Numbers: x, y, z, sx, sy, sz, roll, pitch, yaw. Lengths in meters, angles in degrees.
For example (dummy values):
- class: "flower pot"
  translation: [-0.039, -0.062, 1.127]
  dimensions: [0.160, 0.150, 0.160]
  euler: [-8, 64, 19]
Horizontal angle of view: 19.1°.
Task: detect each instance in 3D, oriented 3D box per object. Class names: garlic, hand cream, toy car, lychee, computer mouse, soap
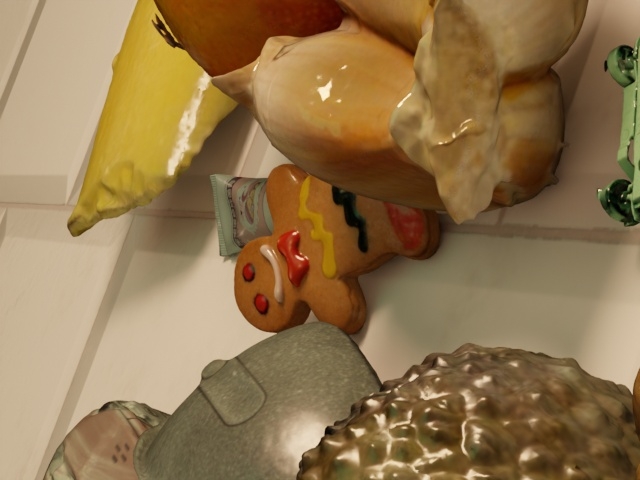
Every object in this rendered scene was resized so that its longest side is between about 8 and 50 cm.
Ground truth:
- class: "garlic"
  translation: [0.074, -0.142, 1.416]
  dimensions: [0.249, 0.286, 0.313]
  euler: [-24, 18, -16]
- class: "hand cream"
  translation: [-0.034, -0.030, 1.803]
  dimensions: [0.331, 0.058, 0.085]
  euler: [178, 81, -67]
- class: "toy car"
  translation: [0.229, -0.080, 1.285]
  dimensions: [0.073, 0.054, 0.143]
  euler: [-33, 44, 54]
- class: "lychee"
  translation: [0.108, 0.187, 1.048]
  dimensions: [0.274, 0.255, 0.255]
  euler: [24, 91, 56]
- class: "computer mouse"
  translation: [-0.198, 0.243, 1.746]
  dimensions: [0.199, 0.115, 0.389]
  euler: [-62, 10, 6]
- class: "computer mouse"
  translation: [-0.039, 0.154, 1.502]
  dimensions: [0.203, 0.114, 0.374]
  euler: [-41, 26, -6]
- class: "soap"
  translation: [-0.151, -0.205, 2.130]
  dimensions: [0.306, 0.115, 0.427]
  euler: [-25, 46, 62]

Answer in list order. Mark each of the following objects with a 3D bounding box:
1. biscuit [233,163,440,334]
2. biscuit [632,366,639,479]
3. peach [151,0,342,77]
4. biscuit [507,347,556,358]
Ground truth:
- class: "biscuit"
  translation: [0.000, 0.000, 1.628]
  dimensions: [0.250, 0.036, 0.165]
  euler: [-39, 65, 41]
- class: "biscuit"
  translation: [0.254, 0.073, 0.992]
  dimensions: [0.320, 0.183, 0.047]
  euler: [-80, -19, -53]
- class: "peach"
  translation: [-0.008, -0.302, 1.675]
  dimensions: [0.372, 0.290, 0.372]
  euler: [-39, -1, -1]
- class: "biscuit"
  translation: [0.116, 0.159, 1.287]
  dimensions: [0.192, 0.049, 0.192]
  euler: [-31, 43, 34]
